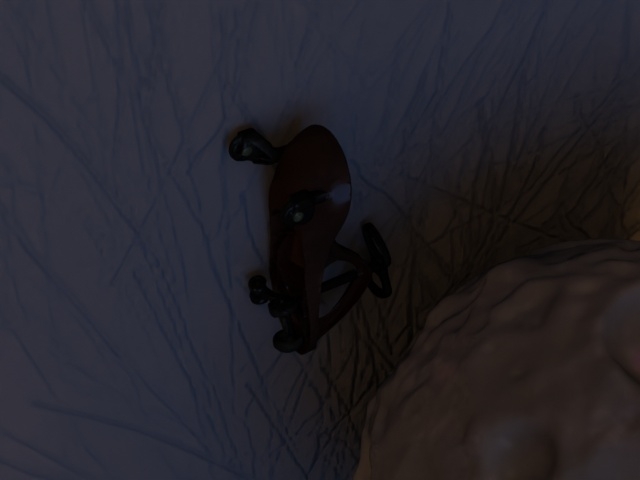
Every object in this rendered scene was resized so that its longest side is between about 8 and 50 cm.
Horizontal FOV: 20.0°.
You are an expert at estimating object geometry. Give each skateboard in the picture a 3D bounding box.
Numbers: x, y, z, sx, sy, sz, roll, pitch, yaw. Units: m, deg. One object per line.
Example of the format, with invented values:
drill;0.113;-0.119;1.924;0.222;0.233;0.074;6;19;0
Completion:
skateboard;0.000;0.000;0.992;0.080;0.067;0.151;-22;139;-20

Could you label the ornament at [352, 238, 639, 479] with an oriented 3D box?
ornament;0.179;0.165;1.002;0.337;0.337;0.337;-13;131;-15
